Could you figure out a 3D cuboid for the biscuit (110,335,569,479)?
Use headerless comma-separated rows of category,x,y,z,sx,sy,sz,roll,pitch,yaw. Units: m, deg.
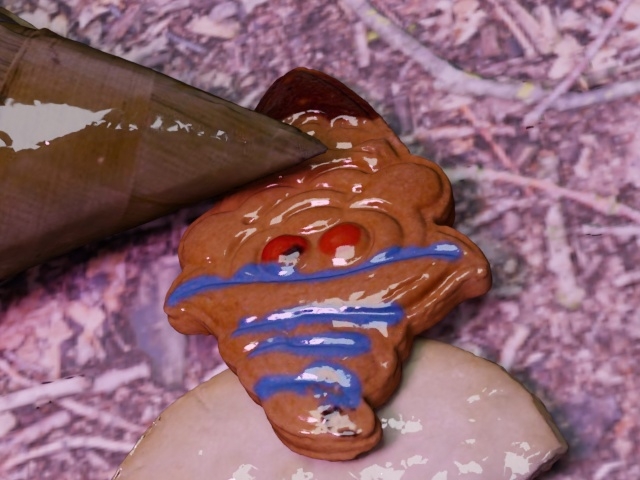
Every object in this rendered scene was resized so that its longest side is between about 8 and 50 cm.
biscuit,-0.001,0.133,0.886,0.265,0.040,0.188,-17,54,11

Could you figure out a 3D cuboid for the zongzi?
zongzi,-0.215,0.004,0.961,0.360,0.160,0.323,19,65,27

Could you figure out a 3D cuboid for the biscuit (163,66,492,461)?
biscuit,0.000,0.000,0.943,0.183,0.043,0.280,-11,52,8
